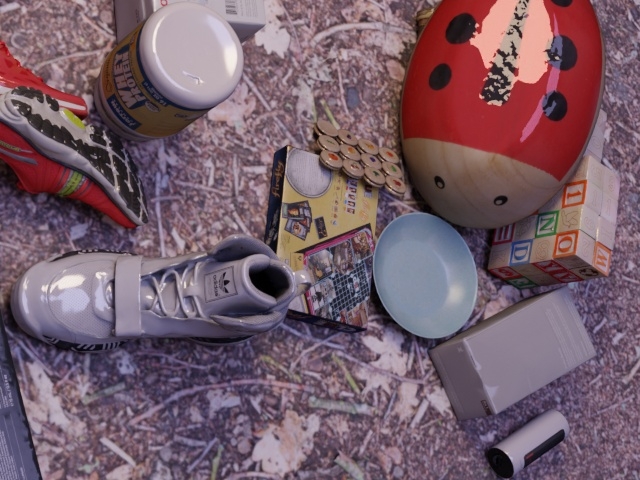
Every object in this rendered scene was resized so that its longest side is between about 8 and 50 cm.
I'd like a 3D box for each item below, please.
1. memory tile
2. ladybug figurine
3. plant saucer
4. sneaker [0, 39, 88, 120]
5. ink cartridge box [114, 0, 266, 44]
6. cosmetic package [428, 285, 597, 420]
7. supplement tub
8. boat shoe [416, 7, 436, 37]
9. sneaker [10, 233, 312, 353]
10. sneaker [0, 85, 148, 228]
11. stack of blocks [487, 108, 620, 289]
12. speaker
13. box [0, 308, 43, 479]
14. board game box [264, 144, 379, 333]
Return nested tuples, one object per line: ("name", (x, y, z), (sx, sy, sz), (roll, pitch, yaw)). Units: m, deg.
("memory tile", (0.060, -0.124, 2.025), (0.148, 0.012, 0.113), (20, 34, -22))
("ladybug figurine", (0.276, -0.242, 2.060), (0.305, 0.162, 0.449), (12, 82, 9))
("plant saucer", (0.151, 0.055, 2.055), (0.195, 0.037, 0.194), (9, 72, -29))
("sneaker", (-0.401, -0.230, 1.758), (0.221, 0.087, 0.128), (13, 71, -30))
("ink cartridge box", (-0.187, -0.344, 1.898), (0.176, 0.127, 0.128), (1, 77, -32))
("cosmetic package", (0.295, 0.171, 2.077), (0.238, 0.107, 0.127), (-21, 89, -32))
("supplement tub", (-0.207, -0.218, 1.806), (0.144, 0.200, 0.144), (10, 71, -30))
("boat shoe", (0.235, -0.329, 2.204), (0.178, 0.064, 0.060), (8, 81, -22))
("sneaker", (-0.194, 0.061, 1.729), (0.366, 0.210, 0.137), (4, 74, -31))
("sneaker", (-0.335, -0.096, 1.757), (0.279, 0.118, 0.107), (41, 29, -40))
("stack of blocks", (0.378, -0.082, 2.148), (0.087, 0.171, 0.297), (30, 61, -37))
("speaker", (0.318, 0.310, 2.079), (0.136, 0.055, 0.055), (-26, 91, -35))
("box", (-0.447, 0.220, 1.591), (0.184, 0.103, 0.261), (-11, 83, -37))
("board game box", (0.000, 0.000, 1.972), (0.165, 0.042, 0.243), (17, 68, -28))
